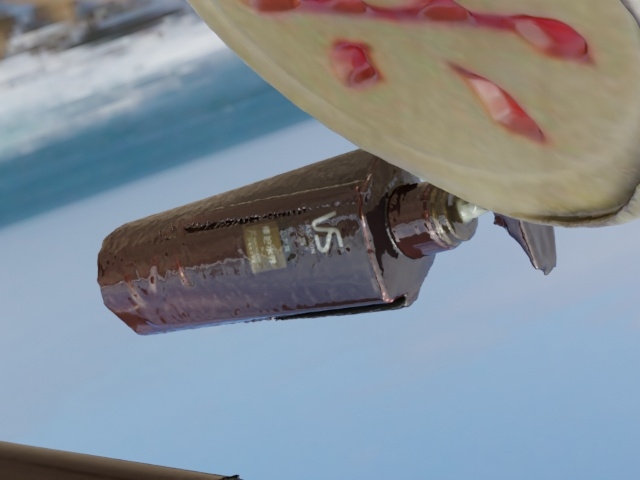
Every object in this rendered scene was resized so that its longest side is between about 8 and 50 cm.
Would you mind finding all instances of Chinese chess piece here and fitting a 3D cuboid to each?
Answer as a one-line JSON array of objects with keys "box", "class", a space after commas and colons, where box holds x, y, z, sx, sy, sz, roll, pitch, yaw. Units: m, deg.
[{"box": [0.042, -0.115, 0.603, 0.103, 0.250, 0.250, -51, -165, -19], "class": "Chinese chess piece"}]

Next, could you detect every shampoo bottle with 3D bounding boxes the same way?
[{"box": [0.000, 0.002, 0.872, 0.236, 0.068, 0.067, -13, -158, 37], "class": "shampoo bottle"}]

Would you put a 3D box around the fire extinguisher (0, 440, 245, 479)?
[{"box": [-0.094, 0.069, 0.480, 0.173, 0.035, 0.049, 3, -136, 36], "class": "fire extinguisher"}]
